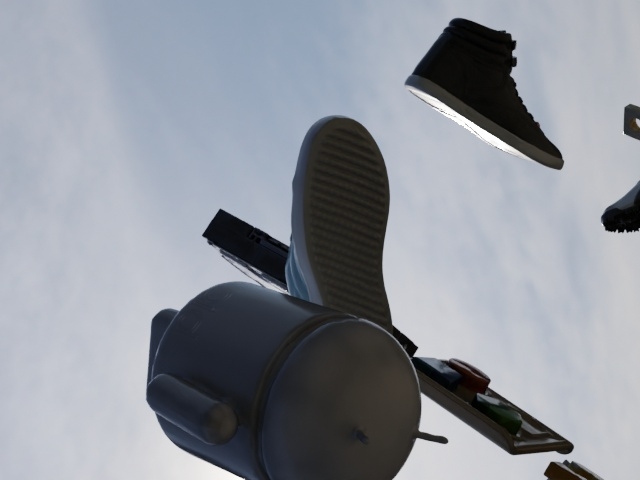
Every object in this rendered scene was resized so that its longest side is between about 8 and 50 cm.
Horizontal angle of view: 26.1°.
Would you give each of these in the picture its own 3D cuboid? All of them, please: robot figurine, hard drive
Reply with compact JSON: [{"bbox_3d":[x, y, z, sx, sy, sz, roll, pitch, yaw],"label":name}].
[{"bbox_3d":[-0.038,0.160,1.452,0.299,0.353,0.200,-10,-72,-44],"label":"robot figurine"},{"bbox_3d":[-0.014,0.085,2.198,0.064,0.237,0.339,-56,-40,-7],"label":"hard drive"}]

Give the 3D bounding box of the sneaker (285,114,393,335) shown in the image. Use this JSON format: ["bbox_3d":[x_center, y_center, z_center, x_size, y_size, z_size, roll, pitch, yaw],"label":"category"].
[{"bbox_3d":[0.000,0.000,1.771,0.135,0.150,0.366,-18,-59,-28],"label":"sneaker"}]

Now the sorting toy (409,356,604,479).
[{"bbox_3d":[0.234,0.220,1.700,0.041,0.307,0.229,-61,-30,6],"label":"sorting toy"}]

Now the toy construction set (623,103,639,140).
[{"bbox_3d":[0.483,-0.182,1.461,0.215,0.327,0.151,42,159,26],"label":"toy construction set"}]

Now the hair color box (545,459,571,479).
[{"bbox_3d":[0.407,0.503,1.896,0.113,0.185,0.374,35,-169,-49],"label":"hair color box"}]

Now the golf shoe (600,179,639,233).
[{"bbox_3d":[0.439,-0.081,1.773,0.094,0.198,0.077,63,-179,25],"label":"golf shoe"}]

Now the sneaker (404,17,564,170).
[{"bbox_3d":[0.270,-0.215,2.000,0.295,0.104,0.147,30,-93,-27],"label":"sneaker"}]
